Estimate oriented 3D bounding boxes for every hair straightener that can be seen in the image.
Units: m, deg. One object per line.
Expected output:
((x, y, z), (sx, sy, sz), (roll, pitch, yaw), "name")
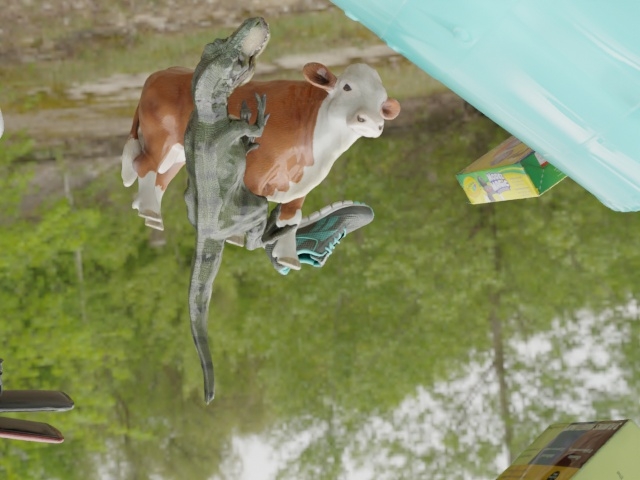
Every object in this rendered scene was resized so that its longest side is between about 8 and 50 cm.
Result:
((-0.359, 0.151, 1.017), (0.230, 0.089, 0.047), (17, -173, -34), "hair straightener")

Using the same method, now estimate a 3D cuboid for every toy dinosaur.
((-0.062, -0.031, 0.698), (0.064, 0.268, 0.118), (11, -156, 15), "toy dinosaur")

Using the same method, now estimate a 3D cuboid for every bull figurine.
((-0.067, -0.086, 0.948), (0.310, 0.188, 0.101), (14, 171, 38), "bull figurine")

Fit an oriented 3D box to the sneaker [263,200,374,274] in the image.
((0.000, 0.000, 1.368), (0.166, 0.076, 0.065), (-19, 156, -6), "sneaker")

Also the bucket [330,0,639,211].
((0.145, -0.160, 0.432), (0.183, 0.281, 0.281), (40, -178, -3), "bucket")

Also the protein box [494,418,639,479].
((0.183, 0.266, 0.691), (0.201, 0.200, 0.136), (-40, 177, -16), "protein box")

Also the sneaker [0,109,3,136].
((-0.444, -0.180, 0.992), (0.106, 0.290, 0.123), (-18, -144, 28), "sneaker")

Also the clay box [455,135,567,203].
((0.262, -0.103, 1.267), (0.127, 0.053, 0.222), (-34, -171, -13), "clay box")
